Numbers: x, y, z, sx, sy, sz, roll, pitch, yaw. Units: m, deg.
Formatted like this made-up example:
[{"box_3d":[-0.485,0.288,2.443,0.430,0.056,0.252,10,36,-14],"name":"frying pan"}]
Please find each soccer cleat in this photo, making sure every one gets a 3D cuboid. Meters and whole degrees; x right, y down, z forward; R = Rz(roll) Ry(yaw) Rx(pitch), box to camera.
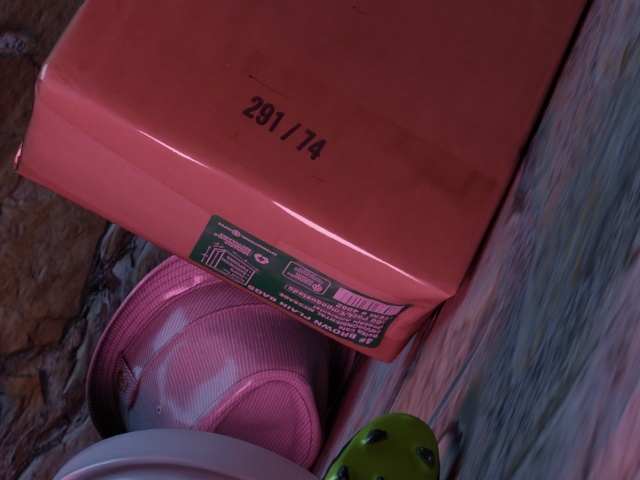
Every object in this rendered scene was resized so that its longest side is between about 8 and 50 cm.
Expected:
[{"box_3d":[0.011,0.170,0.947,0.072,0.060,0.179,119,174,-64],"name":"soccer cleat"}]

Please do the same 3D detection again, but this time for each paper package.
[{"box_3d":[-0.012,-0.123,1.361,0.309,0.324,0.168,-64,3,-23],"name":"paper package"}]

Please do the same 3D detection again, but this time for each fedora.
[{"box_3d":[-0.074,0.140,1.636,0.275,0.243,0.124,-59,34,31],"name":"fedora"}]

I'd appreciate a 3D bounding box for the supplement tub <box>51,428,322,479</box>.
[{"box_3d":[-0.080,0.224,0.730,0.191,0.191,0.272,-61,3,39],"name":"supplement tub"}]
